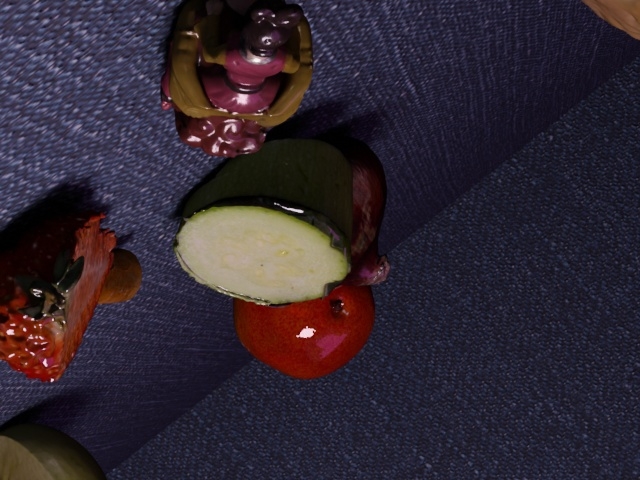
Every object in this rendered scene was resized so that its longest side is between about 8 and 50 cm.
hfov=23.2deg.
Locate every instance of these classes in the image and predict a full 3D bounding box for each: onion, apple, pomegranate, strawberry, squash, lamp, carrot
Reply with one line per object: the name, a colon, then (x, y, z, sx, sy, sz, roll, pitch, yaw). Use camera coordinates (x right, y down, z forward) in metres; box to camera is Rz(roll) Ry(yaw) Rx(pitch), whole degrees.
onion: (0.000, 0.000, 2.067, 0.272, 0.195, 0.272, -45, 179, -1)
apple: (-0.437, 0.414, 2.263, 0.292, 0.254, 0.292, -35, 176, -3)
pomegranate: (-0.035, 0.107, 2.455, 0.221, 0.221, 0.256, -36, -160, -15)
strawberry: (-0.274, 0.044, 1.499, 0.236, 0.106, 0.175, 108, -2, -77)
squash: (-0.068, -0.024, 1.835, 0.220, 0.133, 0.220, -2, 146, -1)
lamp: (-0.062, -0.158, 1.238, 0.118, 0.118, 0.253, -34, 168, -22)
carrot: (-0.271, 0.046, 1.668, 0.061, 0.061, 0.209, -41, 166, 23)

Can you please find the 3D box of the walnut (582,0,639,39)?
walnut: (0.334, -0.319, 1.335, 0.344, 0.306, 0.306, -40, 172, -4)
